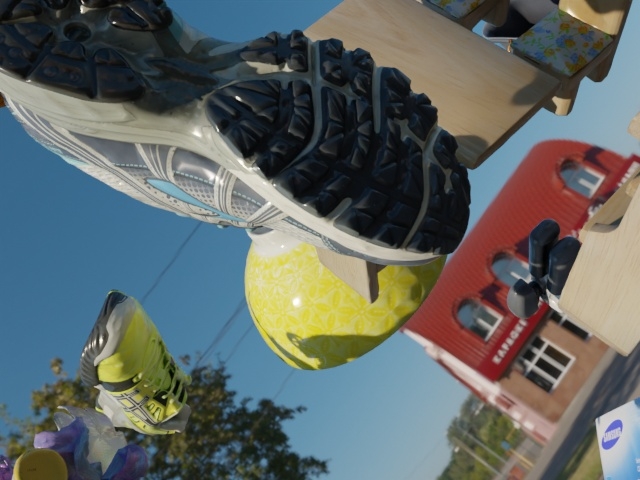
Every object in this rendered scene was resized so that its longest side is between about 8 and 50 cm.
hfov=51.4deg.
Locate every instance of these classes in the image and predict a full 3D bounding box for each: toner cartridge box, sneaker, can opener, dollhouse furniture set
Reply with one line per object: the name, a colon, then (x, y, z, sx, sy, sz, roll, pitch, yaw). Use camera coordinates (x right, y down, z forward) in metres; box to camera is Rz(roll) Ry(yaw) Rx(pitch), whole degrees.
toner cartridge box: (0.438, 0.278, 0.825, 0.347, 0.075, 0.165, 76, -166, -66)
sneaker: (-0.050, -0.058, 0.393, 0.122, 0.283, 0.110, 116, 178, -63)
can opener: (0.339, 0.064, 1.025, 0.095, 0.076, 0.283, -41, -27, -2)
sneaker: (-0.277, 0.200, 1.054, 0.384, 0.147, 0.145, 102, -177, -58)
dollhouse furniture set: (0.149, -0.128, 0.538, 0.362, 0.394, 0.256, -42, -27, -17)

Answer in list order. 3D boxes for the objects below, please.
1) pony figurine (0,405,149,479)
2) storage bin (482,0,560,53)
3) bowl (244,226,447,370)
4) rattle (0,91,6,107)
pony figurine: (-0.267, 0.307, 0.625, 0.303, 0.350, 0.363, -3, -28, -40)
storage bin: (0.291, -0.261, 0.853, 0.091, 0.135, 0.098, 34, -97, -37)
bowl: (0.000, 0.000, 0.841, 0.289, 0.289, 0.156, -50, -61, -13)
rattle: (-0.558, -0.208, 0.975, 0.130, 0.200, 0.142, 49, -138, -54)
